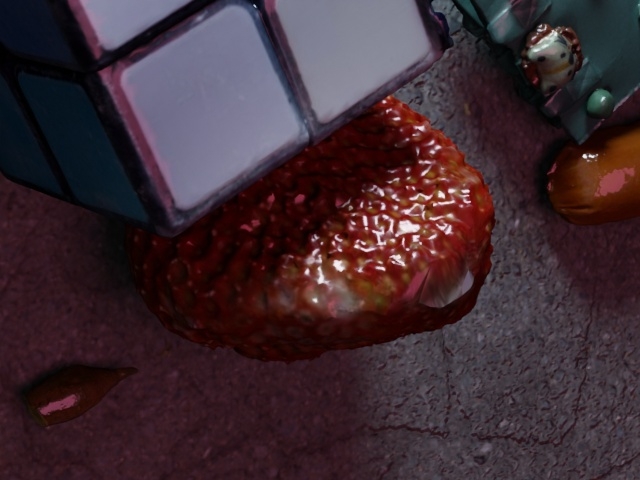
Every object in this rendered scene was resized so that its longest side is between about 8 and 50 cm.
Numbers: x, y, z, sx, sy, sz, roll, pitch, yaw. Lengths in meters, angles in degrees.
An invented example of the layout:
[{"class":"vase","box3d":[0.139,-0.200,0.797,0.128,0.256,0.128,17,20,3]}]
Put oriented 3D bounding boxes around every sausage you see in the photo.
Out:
[{"class":"sausage","box3d":[0.399,-0.092,2.123,0.348,0.094,0.097,-16,108,-29]}]

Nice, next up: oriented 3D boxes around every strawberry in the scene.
[{"class":"strawberry","box3d":[0.000,0.000,1.732,0.312,0.351,0.267,-40,130,-24]}]

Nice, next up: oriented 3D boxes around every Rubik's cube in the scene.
[{"class":"Rubik's cube","box3d":[-0.138,-0.225,1.592,0.313,0.318,0.316,-36,118,-23]}]

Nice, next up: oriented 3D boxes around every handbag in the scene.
[{"class":"handbag","box3d":[0.287,-0.263,1.962,0.274,0.100,0.268,-48,134,-7]}]

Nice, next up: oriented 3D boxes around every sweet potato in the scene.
[{"class":"sweet potato","box3d":[-0.221,0.141,1.808,0.117,0.049,0.049,-21,114,-27]}]

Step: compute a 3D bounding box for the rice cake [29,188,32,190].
[{"class":"rice cake","box3d":[-0.220,-0.085,1.760,0.121,0.021,0.022,-35,109,-21]}]
